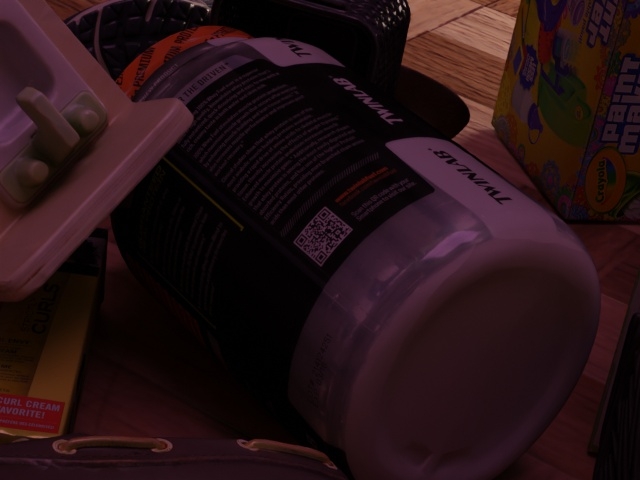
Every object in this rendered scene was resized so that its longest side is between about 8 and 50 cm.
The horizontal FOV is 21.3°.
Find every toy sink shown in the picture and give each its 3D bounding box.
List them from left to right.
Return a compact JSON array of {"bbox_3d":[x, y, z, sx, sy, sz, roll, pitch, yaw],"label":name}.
[{"bbox_3d":[-0.211,-0.064,0.986,0.153,0.131,0.234,-50,25,-22],"label":"toy sink"}]

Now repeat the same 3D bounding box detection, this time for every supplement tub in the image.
[{"bbox_3d":[0.000,0.000,1.030,0.194,0.193,0.316,-11,36,-35],"label":"supplement tub"}]

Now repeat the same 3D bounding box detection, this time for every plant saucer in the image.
[{"bbox_3d":[0.031,-0.103,1.315,0.168,0.029,0.168,15,-15,4],"label":"plant saucer"}]

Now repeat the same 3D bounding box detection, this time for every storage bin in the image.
[{"bbox_3d":[-0.017,-0.099,1.217,0.122,0.180,0.084,18,28,12],"label":"storage bin"}]

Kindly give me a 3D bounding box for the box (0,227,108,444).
[{"bbox_3d":[-0.177,0.066,0.986,0.087,0.058,0.232,7,29,-3],"label":"box"}]

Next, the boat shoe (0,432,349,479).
[{"bbox_3d":[-0.118,0.145,0.814,0.324,0.116,0.096,4,24,-21],"label":"boat shoe"}]

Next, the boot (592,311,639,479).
[{"bbox_3d":[0.370,0.200,0.843,0.445,0.146,0.367,7,36,-1],"label":"boot"}]

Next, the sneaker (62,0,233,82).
[{"bbox_3d":[-0.101,-0.151,1.395,0.283,0.110,0.122,-5,15,-32],"label":"sneaker"}]

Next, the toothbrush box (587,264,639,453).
[{"bbox_3d":[0.280,0.005,1.106,0.122,0.206,0.283,17,28,12],"label":"toothbrush box"}]

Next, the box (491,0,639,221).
[{"bbox_3d":[0.322,-0.178,1.365,0.279,0.290,0.177,1,30,-19],"label":"box"}]
